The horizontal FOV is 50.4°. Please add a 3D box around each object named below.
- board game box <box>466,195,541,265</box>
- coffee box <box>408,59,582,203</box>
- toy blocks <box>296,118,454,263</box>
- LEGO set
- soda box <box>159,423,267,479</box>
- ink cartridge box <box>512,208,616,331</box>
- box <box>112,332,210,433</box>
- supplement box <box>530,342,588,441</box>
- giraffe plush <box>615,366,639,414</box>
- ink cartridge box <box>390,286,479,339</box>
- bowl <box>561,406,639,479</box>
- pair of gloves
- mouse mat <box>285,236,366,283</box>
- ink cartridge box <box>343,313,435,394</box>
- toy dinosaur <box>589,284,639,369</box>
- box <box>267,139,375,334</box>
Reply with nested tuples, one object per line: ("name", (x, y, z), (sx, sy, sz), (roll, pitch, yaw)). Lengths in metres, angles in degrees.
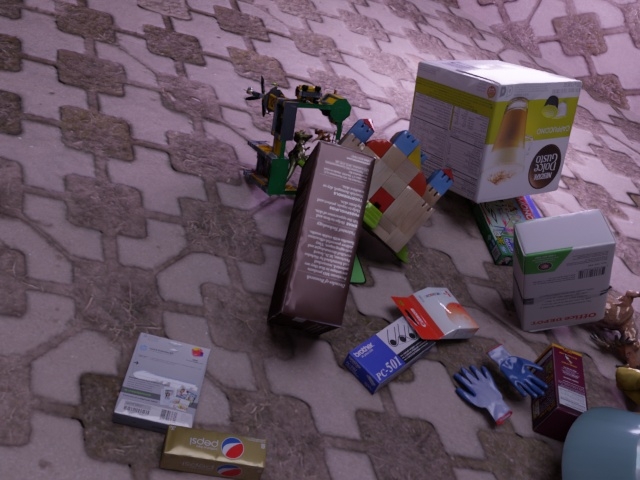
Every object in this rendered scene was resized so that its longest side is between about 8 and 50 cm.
("board game box", (0.565, -0.051, 2.016), (0.213, 0.046, 0.317), (5, 45, -19))
("coffee box", (0.491, -0.330, 1.986), (0.337, 0.334, 0.338), (-9, 27, -31))
("toy blocks", (0.164, -0.162, 1.708), (0.381, 0.261, 0.191), (41, -1, -10))
("LEGO set", (-0.073, -0.263, 1.777), (0.255, 0.331, 0.192), (-11, 29, -26))
("soda box", (-0.191, 0.381, 1.216), (0.181, 0.061, 0.058), (12, 43, -12))
("ink cartridge box", (0.587, 0.080, 1.669), (0.211, 0.289, 0.121), (-9, 44, 5))
("box", (-0.299, 0.273, 1.298), (0.145, 0.038, 0.186), (15, 43, -9))
("supplement box", (0.542, 0.345, 1.551), (0.081, 0.104, 0.188), (21, 42, -4))
("giraffe plush", (0.779, 0.402, 1.573), (0.181, 0.210, 0.170), (25, 71, -4))
("ink cartridge box", (0.273, 0.170, 1.620), (0.179, 0.045, 0.145), (8, 35, -40))
("bowl", (0.647, 0.474, 1.337), (0.311, 0.163, 0.311), (11, 65, -25))
("pair of gloves", (0.408, 0.319, 1.534), (0.198, 0.023, 0.159), (-26, 52, -20))
("mouse mat", (0.013, 0.048, 1.695), (0.189, 0.007, 0.153), (4, 45, -22))
("ink cartridge box", (0.156, 0.251, 1.519), (0.097, 0.046, 0.207), (43, 45, 22))
("toy dinosaur", (0.742, 0.192, 1.800), (0.295, 0.127, 0.200), (31, 76, 32))
("box", (0.000, 0.000, 1.474), (0.143, 0.191, 0.381), (17, 75, -9))
